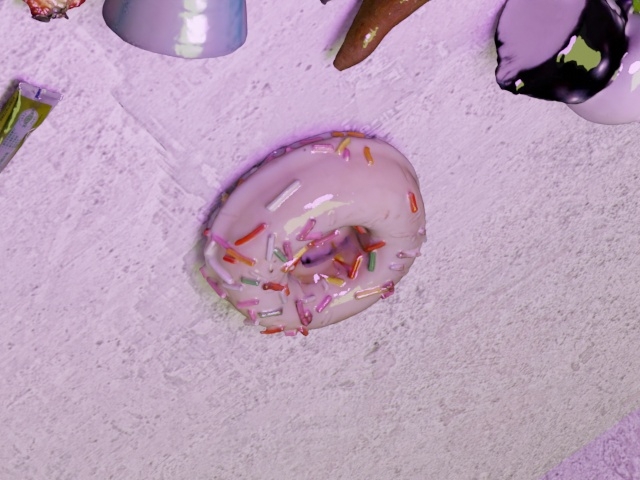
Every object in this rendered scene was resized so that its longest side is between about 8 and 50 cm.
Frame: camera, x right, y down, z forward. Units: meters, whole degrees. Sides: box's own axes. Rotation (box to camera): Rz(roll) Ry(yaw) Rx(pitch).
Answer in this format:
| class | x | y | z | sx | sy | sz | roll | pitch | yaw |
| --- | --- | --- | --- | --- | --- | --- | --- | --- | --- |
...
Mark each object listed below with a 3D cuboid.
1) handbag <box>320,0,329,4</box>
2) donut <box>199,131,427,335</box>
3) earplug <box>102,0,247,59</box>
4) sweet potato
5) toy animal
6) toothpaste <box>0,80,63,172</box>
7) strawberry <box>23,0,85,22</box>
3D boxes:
| class | x | y | z | sx | sy | sz | roll | pitch | yaw |
| --- | --- | --- | --- | --- | --- | --- | --- | --- | --- |
| handbag | 0.016 | -0.416 | 1.944 | 0.183 | 0.117 | 0.270 | -28 | 145 | 9 |
| donut | 0.000 | 0.000 | 2.373 | 0.383 | 0.142 | 0.382 | -19 | 140 | -16 |
| earplug | -0.151 | -0.402 | 1.813 | 0.185 | 0.185 | 0.324 | -7 | 129 | -29 |
| sweet potato | 0.098 | -0.333 | 2.115 | 0.244 | 0.077 | 0.077 | -42 | 142 | 12 |
| toy animal | 0.408 | -0.293 | 2.279 | 0.267 | 0.212 | 0.212 | 13 | 124 | -38 |
| toothpaste | -0.440 | -0.111 | 2.022 | 0.078 | 0.047 | 0.248 | 16 | 120 | -50 |
| strawberry | -0.334 | -0.336 | 1.842 | 0.104 | 0.048 | 0.152 | -15 | 127 | -10 |
